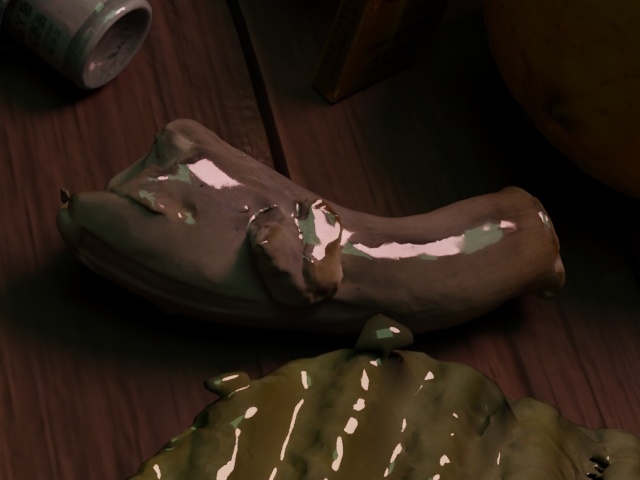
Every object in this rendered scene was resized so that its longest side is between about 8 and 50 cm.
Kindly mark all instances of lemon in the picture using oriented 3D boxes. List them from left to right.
[{"bbox_3d":[0.229,-0.151,1.074,0.293,0.293,0.293,10,48,-11],"label":"lemon"}]

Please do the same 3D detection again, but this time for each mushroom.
[{"bbox_3d":[-0.001,0.002,0.986,0.278,0.099,0.096,9,61,-17],"label":"mushroom"}]

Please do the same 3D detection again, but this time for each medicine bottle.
[{"bbox_3d":[-0.199,-0.192,1.089,0.258,0.079,0.124,40,49,16],"label":"medicine bottle"}]

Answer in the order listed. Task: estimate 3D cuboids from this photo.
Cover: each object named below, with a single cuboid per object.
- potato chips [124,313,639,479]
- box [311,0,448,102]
[{"bbox_3d":[0.079,0.196,0.837,0.373,0.097,0.389,33,49,18],"label":"potato chips"},{"bbox_3d":[0.049,-0.153,1.088,0.022,0.156,0.089,43,51,20],"label":"box"}]
